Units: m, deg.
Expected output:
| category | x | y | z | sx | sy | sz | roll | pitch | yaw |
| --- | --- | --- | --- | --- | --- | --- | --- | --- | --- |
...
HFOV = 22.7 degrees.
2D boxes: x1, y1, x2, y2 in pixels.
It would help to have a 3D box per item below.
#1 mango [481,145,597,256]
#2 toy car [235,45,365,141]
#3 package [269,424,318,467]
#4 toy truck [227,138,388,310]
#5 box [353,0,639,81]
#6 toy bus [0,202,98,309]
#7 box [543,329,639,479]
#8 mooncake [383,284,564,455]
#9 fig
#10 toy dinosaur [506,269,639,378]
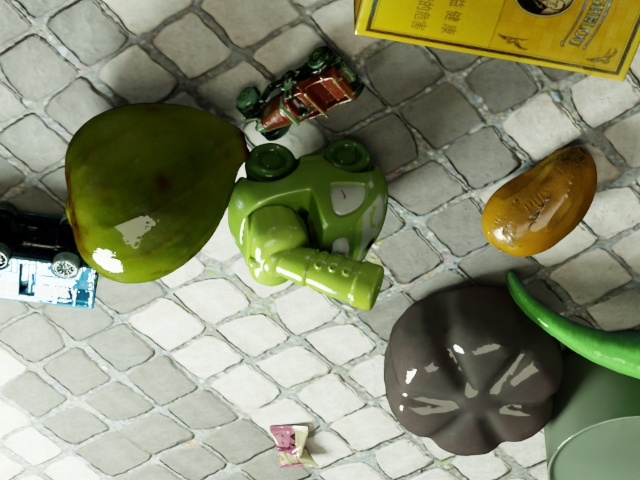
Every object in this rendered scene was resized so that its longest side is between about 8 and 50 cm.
| category | x | y | z | sx | sy | sz | roll | pitch | yaw |
| --- | --- | --- | --- | --- | --- | --- | --- | --- | --- |
| mango | 0.268 | -0.039 | 1.892 | 0.105 | 0.084 | 0.159 | 32 | 128 | -33 |
| toy car | -0.024 | -0.161 | 1.802 | 0.143 | 0.054 | 0.073 | -25 | 131 | 26 |
| package | -0.038 | 0.296 | 2.276 | 0.059 | 0.029 | 0.083 | -3 | 125 | 15 |
| toy truck | -0.017 | -0.011 | 1.844 | 0.187 | 0.210 | 0.148 | 7 | 137 | -2 |
| box | 0.198 | -0.283 | 1.650 | 0.301 | 0.084 | 0.193 | 9 | 135 | -6 |
| toy bus | -0.364 | 0.022 | 1.973 | 0.184 | 0.090 | 0.106 | 7 | 137 | -5 |
| box | 0.410 | 0.247 | 2.123 | 0.226 | 0.149 | 0.226 | 1 | 135 | 1 |
| mooncake | 0.198 | 0.171 | 2.076 | 0.245 | 0.133 | 0.245 | -1 | 128 | -1 |
| fig | -0.182 | -0.059 | 1.816 | 0.225 | 0.203 | 0.203 | -20 | 132 | 3 |
| toy dinosaur | 0.529 | 0.091 | 1.997 | 0.500 | 0.374 | 0.144 | 42 | 156 | 15 |
